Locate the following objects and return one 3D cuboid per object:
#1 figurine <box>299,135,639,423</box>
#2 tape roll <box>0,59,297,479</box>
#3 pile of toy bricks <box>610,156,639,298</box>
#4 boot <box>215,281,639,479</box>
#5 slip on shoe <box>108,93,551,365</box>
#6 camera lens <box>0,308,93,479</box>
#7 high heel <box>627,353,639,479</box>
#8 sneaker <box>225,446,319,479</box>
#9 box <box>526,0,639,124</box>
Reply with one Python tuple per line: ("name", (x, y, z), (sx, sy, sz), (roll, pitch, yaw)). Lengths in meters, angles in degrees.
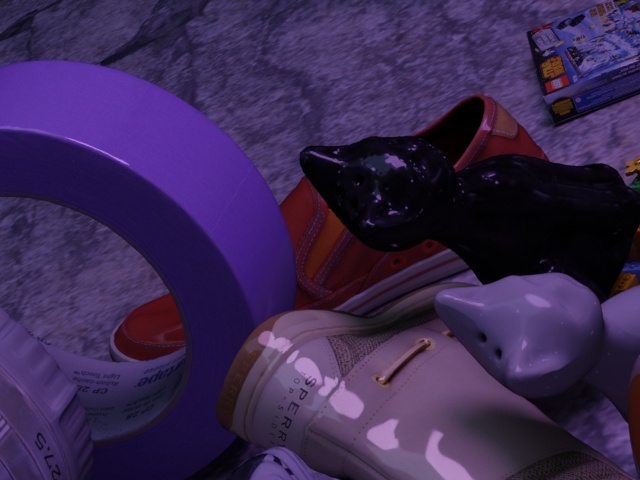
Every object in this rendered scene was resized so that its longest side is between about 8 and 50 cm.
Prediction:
("figurine", (0.113, 0.024, 0.985), (0.215, 0.209, 0.092), (47, 115, 44))
("tape roll", (-0.158, 0.028, 1.204), (0.274, 0.275, 0.090), (-14, 26, 25))
("pile of toy bricks", (0.226, -0.019, 1.122), (0.212, 0.105, 0.118), (-4, 33, 39))
("boot", (0.096, 0.107, 1.003), (0.203, 0.095, 0.262), (31, 17, 31))
("slip on shoe", (0.000, 0.000, 1.314), (0.331, 0.101, 0.123), (-26, 26, 5))
("camera lens", (-0.283, 0.175, 1.104), (0.219, 0.219, 0.274), (-8, 30, 35))
("high heel", (0.207, 0.087, 0.756), (0.117, 0.082, 0.244), (-4, 6, -12))
("sneaker", (-0.052, 0.206, 0.804), (0.210, 0.137, 0.366), (-38, -10, -5))
("box", (0.211, -0.142, 1.471), (0.094, 0.027, 0.137), (-20, 25, 11))
